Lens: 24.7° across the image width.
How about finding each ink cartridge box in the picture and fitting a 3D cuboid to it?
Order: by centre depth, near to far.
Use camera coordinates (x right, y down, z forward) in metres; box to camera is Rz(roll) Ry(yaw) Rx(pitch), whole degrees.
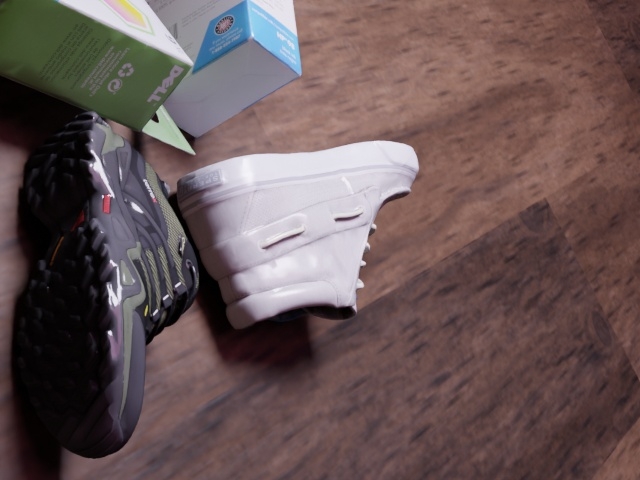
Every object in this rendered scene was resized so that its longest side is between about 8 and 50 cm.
[{"bbox_3d":[-0.152,-0.135,0.921,0.209,0.062,0.109,21,26,-51],"label":"ink cartridge box"},{"bbox_3d":[-0.077,-0.180,1.071,0.060,0.104,0.180,31,42,-44],"label":"ink cartridge box"}]

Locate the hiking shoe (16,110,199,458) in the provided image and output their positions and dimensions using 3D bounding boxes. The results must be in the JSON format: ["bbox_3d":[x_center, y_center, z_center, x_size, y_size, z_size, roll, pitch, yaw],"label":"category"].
[{"bbox_3d":[-0.110,0.029,0.860,0.114,0.086,0.227,30,42,-40],"label":"hiking shoe"}]

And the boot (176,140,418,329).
[{"bbox_3d":[0.000,0.000,1.078,0.258,0.095,0.123,-11,82,-52],"label":"boot"}]
